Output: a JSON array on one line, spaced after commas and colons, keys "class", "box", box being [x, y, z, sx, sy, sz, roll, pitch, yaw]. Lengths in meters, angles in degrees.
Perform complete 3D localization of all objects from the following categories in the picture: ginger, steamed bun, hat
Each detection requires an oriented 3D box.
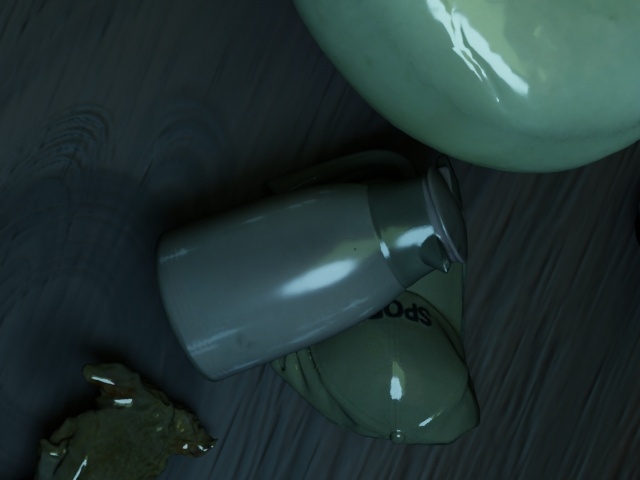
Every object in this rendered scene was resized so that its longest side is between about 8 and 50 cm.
[{"class": "ginger", "box": [-0.198, 0.209, 1.185, 0.290, 0.084, 0.122, -49, 124, -7]}, {"class": "steamed bun", "box": [0.123, -0.221, 1.121, 0.334, 0.233, 0.312, -42, 100, -14]}, {"class": "hat", "box": [0.048, 0.045, 1.205, 0.147, 0.085, 0.175, 5, 96, -11]}]

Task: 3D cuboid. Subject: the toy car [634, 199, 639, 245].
[{"class": "toy car", "box": [0.353, -0.012, 1.212, 0.190, 0.188, 0.255, 39, 84, -21]}]

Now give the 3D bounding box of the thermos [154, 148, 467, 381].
[{"class": "thermos", "box": [0.000, 0.000, 1.162, 0.193, 0.137, 0.105, -21, 129, 14]}]
